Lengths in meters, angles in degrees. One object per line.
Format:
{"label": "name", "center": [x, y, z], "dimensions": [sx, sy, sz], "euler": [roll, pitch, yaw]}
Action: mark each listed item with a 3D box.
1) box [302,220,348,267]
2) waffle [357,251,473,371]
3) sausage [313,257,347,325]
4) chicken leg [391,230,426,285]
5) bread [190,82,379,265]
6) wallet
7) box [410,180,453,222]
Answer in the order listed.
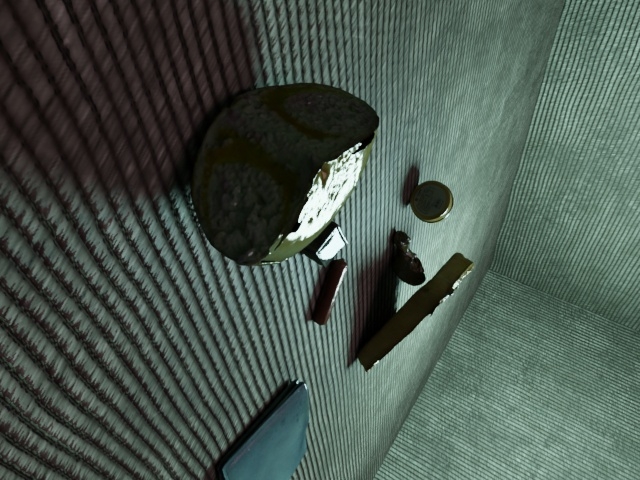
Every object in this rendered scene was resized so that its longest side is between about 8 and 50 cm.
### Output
{"label": "box", "center": [0.000, 0.000, 0.894], "dimensions": [0.063, 0.060, 0.085], "euler": [-56, 156, -10]}
{"label": "waffle", "center": [0.264, 0.196, 1.481], "dimensions": [0.304, 0.077, 0.348], "euler": [-28, 160, -52]}
{"label": "sausage", "center": [0.020, 0.102, 1.064], "dimensions": [0.035, 0.030, 0.147], "euler": [-12, 123, -63]}
{"label": "chicken leg", "center": [0.221, 0.047, 1.389], "dimensions": [0.069, 0.085, 0.198], "euler": [-34, 134, -10]}
{"label": "bread", "center": [-0.049, -0.071, 0.624], "dimensions": [0.260, 0.158, 0.156], "euler": [-42, 157, -44]}
{"label": "wallet", "center": [-0.111, 0.460, 1.104], "dimensions": [0.251, 0.054, 0.290], "euler": [-44, 147, -43]}
{"label": "box", "center": [0.276, -0.096, 1.324], "dimensions": [0.037, 0.105, 0.105], "euler": [25, 89, -61]}
